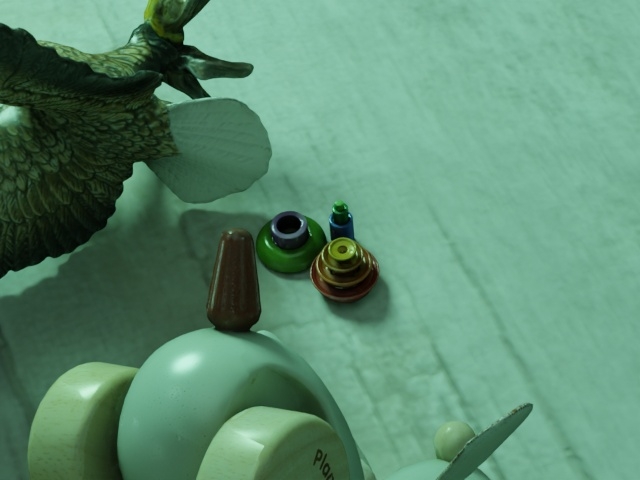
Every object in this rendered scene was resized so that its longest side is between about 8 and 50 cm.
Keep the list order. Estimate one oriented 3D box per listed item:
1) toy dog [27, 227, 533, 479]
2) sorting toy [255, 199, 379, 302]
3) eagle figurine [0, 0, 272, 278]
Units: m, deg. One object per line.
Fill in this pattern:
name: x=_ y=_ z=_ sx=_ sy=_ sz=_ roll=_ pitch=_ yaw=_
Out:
toy dog: x=-0.003 y=0.093 z=0.858 sx=0.220 sy=0.333 sz=0.161 roll=13 pitch=85 yaw=15
sorting toy: x=0.000 y=0.000 z=1.131 sx=0.102 sy=0.042 sz=0.061 roll=31 pitch=59 yaw=27
eagle figurine: x=-0.205 y=-0.094 z=1.121 sx=0.225 sy=0.226 sz=0.298 roll=-3 pitch=21 yaw=43
